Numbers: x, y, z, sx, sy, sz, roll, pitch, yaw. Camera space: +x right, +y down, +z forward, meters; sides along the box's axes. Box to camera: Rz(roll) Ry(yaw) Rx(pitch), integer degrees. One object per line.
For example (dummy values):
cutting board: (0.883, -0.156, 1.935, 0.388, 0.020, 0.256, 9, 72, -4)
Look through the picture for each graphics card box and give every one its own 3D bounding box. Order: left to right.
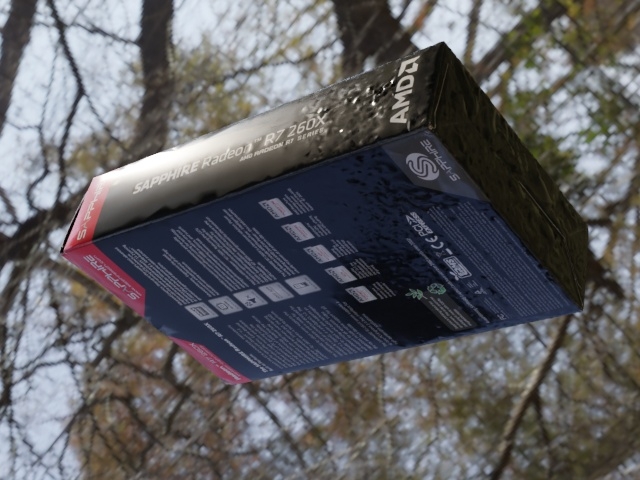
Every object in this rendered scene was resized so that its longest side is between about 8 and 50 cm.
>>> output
graphics card box: (0.000, 0.000, 0.900, 0.233, 0.371, 0.094, 44, -135, -34)
